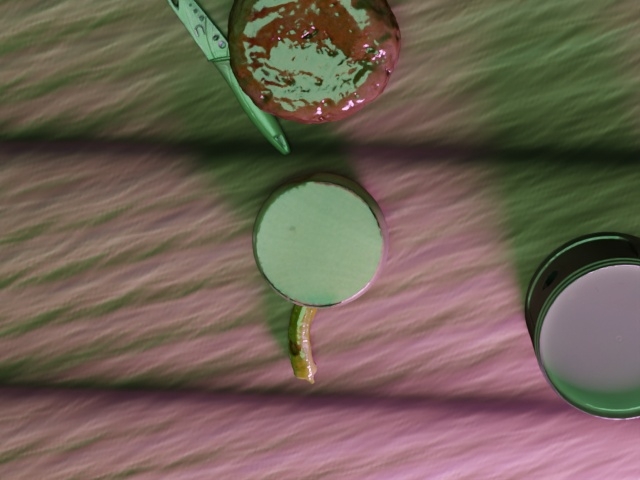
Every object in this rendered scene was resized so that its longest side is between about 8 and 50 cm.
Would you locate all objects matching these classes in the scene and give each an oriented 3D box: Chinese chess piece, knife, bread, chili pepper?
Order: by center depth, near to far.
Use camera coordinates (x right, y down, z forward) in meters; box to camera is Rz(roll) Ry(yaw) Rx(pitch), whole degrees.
[{"bbox_3d":[-0.012,-0.265,1.641,0.230,0.123,0.230,0,111,0],"label":"bread"},{"bbox_3d":[-0.124,-0.239,1.708,0.043,0.020,0.293,-34,100,14],"label":"knife"},{"bbox_3d":[0.000,0.000,1.725,0.189,0.083,0.188,0,98,1],"label":"Chinese chess piece"},{"bbox_3d":[-0.018,0.111,1.793,0.049,0.043,0.208,12,106,13],"label":"chili pepper"}]

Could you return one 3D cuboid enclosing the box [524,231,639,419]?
[{"bbox_3d":[0.400,0.115,1.712,0.226,0.149,0.226,1,105,3],"label":"box"}]
